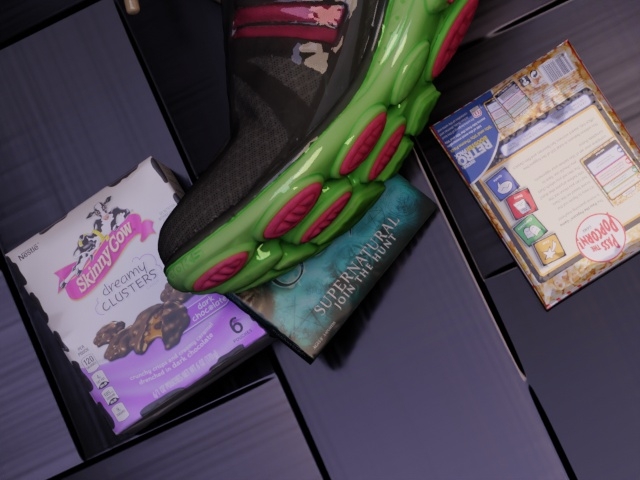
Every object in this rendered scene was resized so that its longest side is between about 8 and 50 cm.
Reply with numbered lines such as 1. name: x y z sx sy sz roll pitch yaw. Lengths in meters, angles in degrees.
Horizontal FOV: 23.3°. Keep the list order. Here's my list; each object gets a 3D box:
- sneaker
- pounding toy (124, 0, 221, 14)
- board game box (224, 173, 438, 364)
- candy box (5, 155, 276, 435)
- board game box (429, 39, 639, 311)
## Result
1. sneaker: -0.002 -0.170 1.297 0.202 0.185 0.483 29 87 20
2. pounding toy: -0.114 -0.273 1.424 0.206 0.094 0.181 29 89 13
3. board game box: 0.000 0.000 1.371 0.126 0.026 0.186 38 70 4
4. candy box: -0.162 0.051 1.405 0.165 0.070 0.196 -34 80 3
5. board game box: 0.209 -0.056 1.373 0.146 0.045 0.193 -32 80 4
